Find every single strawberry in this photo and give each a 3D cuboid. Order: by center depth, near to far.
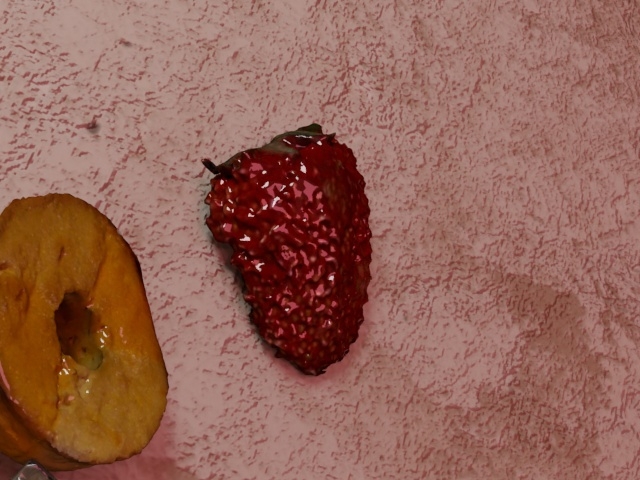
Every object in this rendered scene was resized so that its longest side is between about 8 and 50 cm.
[{"bbox_3d":[0.002,-0.003,0.837,0.167,0.087,0.208,-29,92,-37],"label":"strawberry"}]

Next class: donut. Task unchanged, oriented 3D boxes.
[{"bbox_3d":[-0.185,0.067,0.677,0.190,0.074,0.174,66,23,-6],"label":"donut"}]

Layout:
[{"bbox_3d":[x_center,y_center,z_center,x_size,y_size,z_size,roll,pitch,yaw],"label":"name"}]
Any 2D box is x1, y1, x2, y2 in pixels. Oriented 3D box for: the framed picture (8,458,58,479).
[{"bbox_3d":[-0.157,0.304,0.623,0.209,0.019,0.281,-43,100,-8],"label":"framed picture"}]
